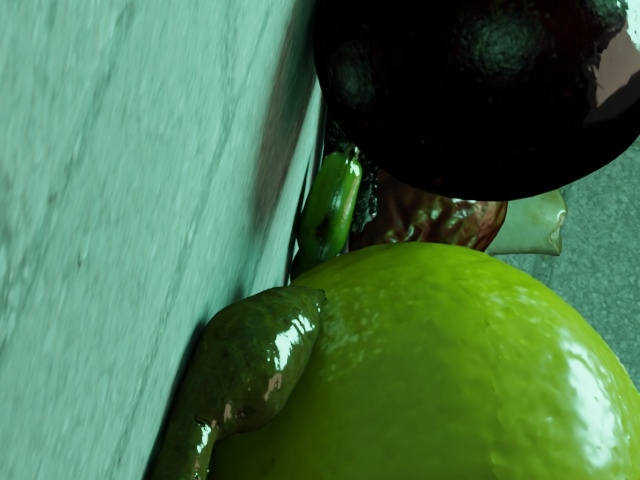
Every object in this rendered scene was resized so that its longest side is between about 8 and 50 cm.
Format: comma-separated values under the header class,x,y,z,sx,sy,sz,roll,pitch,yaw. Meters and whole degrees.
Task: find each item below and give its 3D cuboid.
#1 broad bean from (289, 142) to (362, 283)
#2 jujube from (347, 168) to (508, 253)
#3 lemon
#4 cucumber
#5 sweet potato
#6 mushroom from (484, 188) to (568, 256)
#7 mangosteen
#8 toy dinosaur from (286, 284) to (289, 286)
class,x,y,z,sx,sy,sz,roll,pitch,yaw
broad bean,0.000,0.000,1.767,0.070,0.048,0.213,-66,171,-70
jujube,0.126,-0.022,2.413,0.190,0.190,0.255,61,53,-83
lemon,0.076,0.158,1.439,0.364,0.364,0.364,14,90,-85
cucumber,0.034,-0.111,1.773,0.245,0.067,0.067,96,8,-50
sweet potato,-0.060,0.097,1.253,0.269,0.075,0.075,-57,163,-44
mushroom,0.221,-0.011,2.873,0.292,0.290,0.292,9,90,-84
mangosteen,0.143,-0.186,1.498,0.297,0.297,0.313,-68,173,-61
toy dinosaur,-0.015,0.162,1.690,0.206,0.113,0.327,98,5,-48
